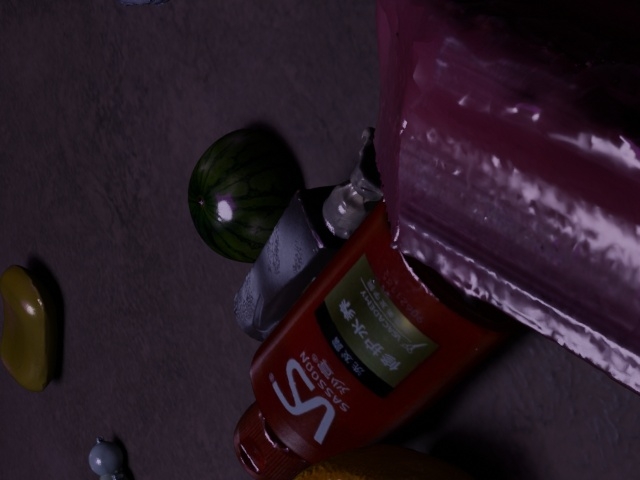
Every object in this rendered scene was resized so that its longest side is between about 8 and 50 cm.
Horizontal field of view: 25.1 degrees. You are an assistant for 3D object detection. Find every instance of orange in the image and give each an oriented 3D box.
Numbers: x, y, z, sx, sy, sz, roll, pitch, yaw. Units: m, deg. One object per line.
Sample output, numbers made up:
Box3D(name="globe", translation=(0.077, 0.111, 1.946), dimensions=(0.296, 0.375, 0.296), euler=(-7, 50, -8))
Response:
Box3D(name="orange", translation=(0.040, 0.195, 0.959), dimensions=(0.170, 0.112, 0.160), euler=(18, 135, 2))

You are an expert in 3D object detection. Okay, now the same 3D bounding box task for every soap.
Box3D(name="soap", translation=(-0.305, 0.091, 1.498), dimensions=(0.089, 0.045, 0.140), euler=(44, 137, 42))
Box3D(name="soap", translation=(0.144, -0.044, 0.631), dimensions=(0.325, 0.220, 0.127), euler=(35, 126, 42))

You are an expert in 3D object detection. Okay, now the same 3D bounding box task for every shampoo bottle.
Box3D(name="shampoo bottle", translation=(0.025, 0.081, 0.980), dimensions=(0.118, 0.076, 0.314), euler=(47, 142, 6))
Box3D(name="shampoo bottle", translation=(-0.001, 0.001, 1.006), dimensions=(0.208, 0.057, 0.063), euler=(-51, 56, 50))

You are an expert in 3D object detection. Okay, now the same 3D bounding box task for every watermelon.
Box3D(name="watermelon", translation=(-0.064, -0.029, 1.080), dimensions=(0.105, 0.062, 0.105), euler=(24, 123, 43))

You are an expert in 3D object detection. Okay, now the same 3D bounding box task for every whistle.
Box3D(name="whistle", translation=(-0.205, 0.242, 1.424), dimensions=(0.035, 0.035, 0.100), euler=(-19, 89, 57))

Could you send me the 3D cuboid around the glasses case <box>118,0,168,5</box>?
Box3D(name="glasses case", translation=(-0.147, -0.317, 1.078), dimensions=(0.109, 0.067, 0.282), euler=(20, 121, 48))
